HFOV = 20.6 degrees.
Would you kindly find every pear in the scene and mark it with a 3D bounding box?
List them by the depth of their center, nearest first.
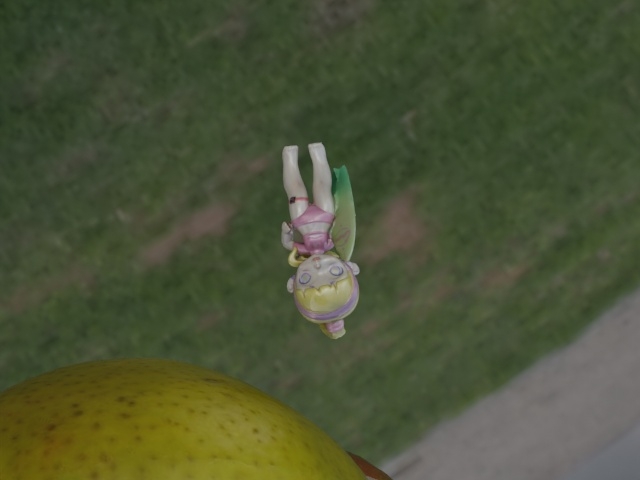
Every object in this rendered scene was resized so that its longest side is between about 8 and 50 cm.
[{"bbox_3d":[-0.116,0.263,1.309,0.418,0.362,0.362,26,119,-38],"label":"pear"}]

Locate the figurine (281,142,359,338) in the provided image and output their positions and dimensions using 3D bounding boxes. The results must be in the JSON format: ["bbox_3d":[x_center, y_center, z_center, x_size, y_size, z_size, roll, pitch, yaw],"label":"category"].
[{"bbox_3d":[0.000,0.000,1.687,0.083,0.187,0.083,-11,169,-2],"label":"figurine"}]

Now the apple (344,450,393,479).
[{"bbox_3d":[0.008,0.319,1.833,0.188,0.174,0.207,30,107,-34],"label":"apple"}]
